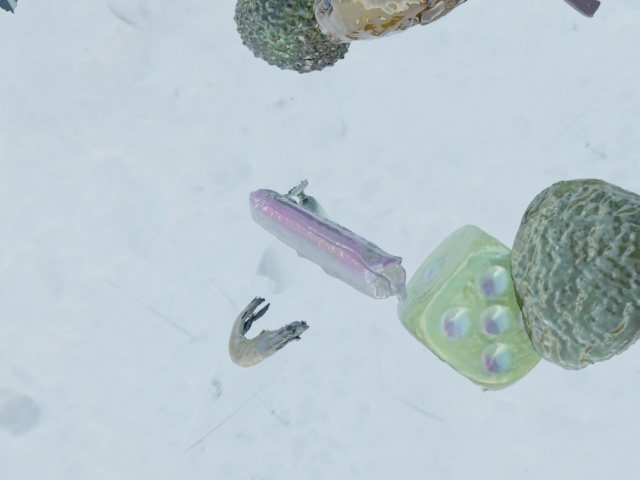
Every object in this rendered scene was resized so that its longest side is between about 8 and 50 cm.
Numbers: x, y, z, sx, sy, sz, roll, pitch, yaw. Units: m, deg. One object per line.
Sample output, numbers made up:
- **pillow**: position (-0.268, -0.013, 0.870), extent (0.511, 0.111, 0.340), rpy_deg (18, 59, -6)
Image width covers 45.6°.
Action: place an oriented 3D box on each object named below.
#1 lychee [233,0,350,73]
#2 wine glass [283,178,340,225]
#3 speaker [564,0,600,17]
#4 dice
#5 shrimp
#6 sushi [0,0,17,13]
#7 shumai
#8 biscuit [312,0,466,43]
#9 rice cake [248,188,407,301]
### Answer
- **lychee**: position (-0.031, -0.306, 1.038), extent (0.171, 0.171, 0.171), rpy_deg (0, 91, 9)
- **wine glass**: position (-0.016, -0.063, 1.783), extent (0.072, 0.072, 0.155), rpy_deg (-33, 110, 8)
- **speaker**: position (0.530, -0.652, 1.685), extent (0.259, 0.198, 0.330), rpy_deg (33, 99, -28)
- **dice**: position (0.318, 0.133, 1.529), extent (0.249, 0.252, 0.254), rpy_deg (40, 95, -7)
- **shrimp**: position (-0.112, 0.184, 1.625), extent (0.219, 0.046, 0.152), rpy_deg (-25, 49, 31)
- **sushi**: position (-0.309, -0.290, 0.700), extent (0.120, 0.026, 0.126), rpy_deg (28, 109, 1)
- **shumai**: position (0.508, 0.075, 1.326), extent (0.291, 0.288, 0.330), rpy_deg (14, 86, 38)
- **biscuit**: position (0.121, -0.263, 0.707), extent (0.295, 0.296, 0.075), rpy_deg (-28, 114, 8)
- **rice cake**: position (0.001, 0.000, 0.850), extent (0.270, 0.049, 0.055), rpy_deg (33, 121, 48)
